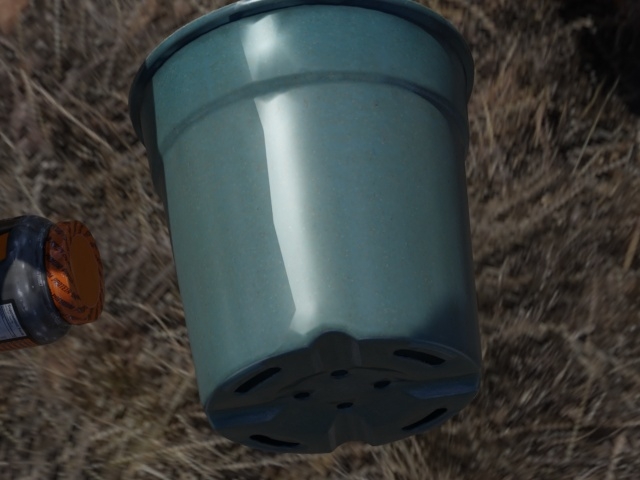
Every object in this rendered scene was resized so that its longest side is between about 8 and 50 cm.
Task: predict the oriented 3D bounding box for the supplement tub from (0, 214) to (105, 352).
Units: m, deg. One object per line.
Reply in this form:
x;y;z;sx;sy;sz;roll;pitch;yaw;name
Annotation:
-0.294;0.043;1.458;0.190;0.117;0.117;-11;79;12;supplement tub

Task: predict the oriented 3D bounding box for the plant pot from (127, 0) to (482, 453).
0.000;0.000;1.545;0.341;0.341;0.334;-8;61;2;plant pot
